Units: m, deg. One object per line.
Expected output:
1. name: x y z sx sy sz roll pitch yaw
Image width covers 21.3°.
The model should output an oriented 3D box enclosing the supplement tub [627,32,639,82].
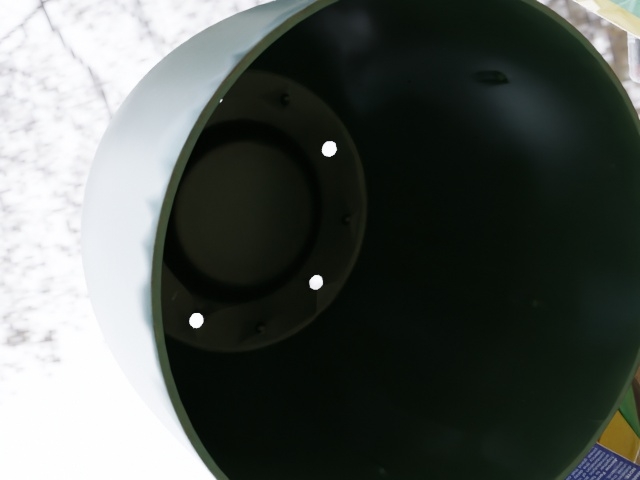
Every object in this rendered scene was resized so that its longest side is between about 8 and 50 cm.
1. supplement tub: 0.336 -0.247 1.582 0.106 0.106 0.198 -11 -79 -45

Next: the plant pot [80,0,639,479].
1. plant pot: 0.000 0.000 0.941 0.293 0.235 0.293 -4 -80 -27

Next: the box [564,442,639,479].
1. box: 0.125 0.176 1.080 0.136 0.225 0.036 -45 -53 -15

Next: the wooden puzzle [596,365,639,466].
1. wooden puzzle: 0.230 0.149 1.519 0.221 0.044 0.239 54 -136 -19

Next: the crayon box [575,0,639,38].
1. crayon box: 0.354 -0.228 1.275 0.313 0.363 0.106 28 -105 -14
